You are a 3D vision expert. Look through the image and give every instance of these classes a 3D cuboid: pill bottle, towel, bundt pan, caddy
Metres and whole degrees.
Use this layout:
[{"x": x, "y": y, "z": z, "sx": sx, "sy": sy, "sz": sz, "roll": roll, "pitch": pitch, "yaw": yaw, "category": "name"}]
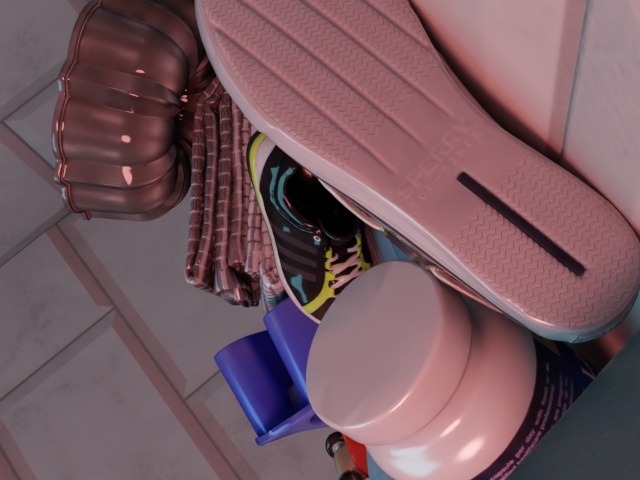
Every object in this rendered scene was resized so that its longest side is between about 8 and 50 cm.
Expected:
[{"x": 0.124, "y": 0.128, "z": 0.608, "sx": 0.265, "sy": 0.153, "sz": 0.153, "roll": 34, "pitch": -176, "yaw": -33, "category": "pill bottle"}, {"x": -0.100, "y": -0.049, "z": 1.071, "sx": 0.235, "sy": 0.122, "sz": 0.283, "roll": 90, "pitch": 180, "yaw": -78, "category": "towel"}, {"x": -0.213, "y": -0.174, "z": 1.046, "sx": 0.124, "sy": 0.330, "sz": 0.331, "roll": 13, "pitch": 170, "yaw": 4, "category": "bundt pan"}, {"x": 0.028, "y": 0.151, "z": 1.084, "sx": 0.341, "sy": 0.241, "sz": 0.179, "roll": -24, "pitch": -102, "yaw": -52, "category": "caddy"}]

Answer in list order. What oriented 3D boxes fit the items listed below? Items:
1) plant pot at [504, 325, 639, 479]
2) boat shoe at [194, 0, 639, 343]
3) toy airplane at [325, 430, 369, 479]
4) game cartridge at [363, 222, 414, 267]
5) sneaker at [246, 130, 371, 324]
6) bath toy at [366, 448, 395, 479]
[{"x": 0.225, "y": 0.159, "z": 0.335, "sx": 0.234, "sy": 0.165, "sz": 0.165, "roll": 28, "pitch": 158, "yaw": 55, "category": "plant pot"}, {"x": 0.044, "y": -0.055, "z": 0.515, "sx": 0.335, "sy": 0.121, "sz": 0.119, "roll": 47, "pitch": 170, "yaw": 11, "category": "boat shoe"}, {"x": 0.101, "y": 0.250, "z": 1.391, "sx": 0.384, "sy": 0.273, "sz": 0.385, "roll": 63, "pitch": -169, "yaw": -71, "category": "toy airplane"}, {"x": 0.091, "y": 0.029, "z": 0.784, "sx": 0.355, "sy": 0.068, "sz": 0.230, "roll": 63, "pitch": 169, "yaw": -28, "category": "game cartridge"}, {"x": 0.000, "y": 0.000, "z": 0.732, "sx": 0.097, "sy": 0.084, "sz": 0.234, "roll": 31, "pitch": 152, "yaw": 58, "category": "sneaker"}, {"x": 0.203, "y": 0.268, "z": 0.878, "sx": 0.348, "sy": 0.129, "sz": 0.151, "roll": 20, "pitch": -130, "yaw": -46, "category": "bath toy"}]
